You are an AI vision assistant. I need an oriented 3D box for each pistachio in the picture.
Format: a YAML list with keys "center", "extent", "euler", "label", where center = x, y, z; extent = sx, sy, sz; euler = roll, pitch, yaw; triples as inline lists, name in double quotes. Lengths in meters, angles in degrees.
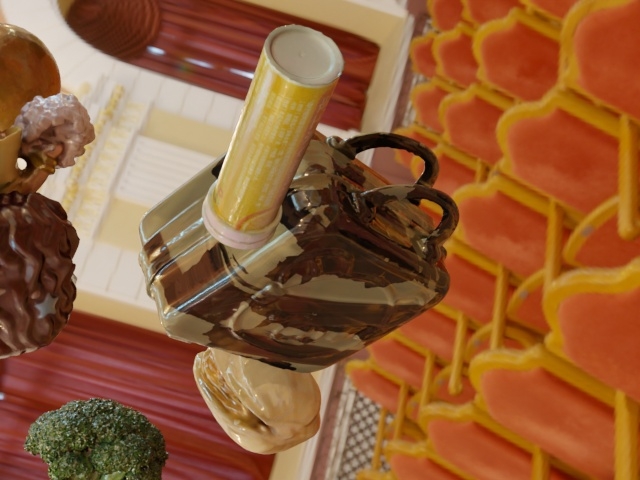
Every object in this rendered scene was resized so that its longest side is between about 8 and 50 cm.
- center: [-0.096, 0.211, 1.180]
  extent: [0.157, 0.229, 0.157]
  euler: [-34, -33, -27]
  label: "pistachio"

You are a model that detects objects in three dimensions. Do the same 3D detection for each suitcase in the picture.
- center: [0.000, 0.000, 0.955]
  extent: [0.339, 0.351, 0.194]
  euler: [-34, 57, 22]
  label: "suitcase"

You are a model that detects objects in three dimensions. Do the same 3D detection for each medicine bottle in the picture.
- center: [-0.045, -0.079, 0.669]
  extent: [0.218, 0.074, 0.074]
  euler: [119, 168, -53]
  label: "medicine bottle"

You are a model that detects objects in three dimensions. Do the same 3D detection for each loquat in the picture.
- center: [-0.353, -0.173, 0.872]
  extent: [0.141, 0.141, 0.141]
  euler: [-164, 90, -88]
  label: "loquat"

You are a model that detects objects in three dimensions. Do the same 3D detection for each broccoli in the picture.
- center: [-0.288, 0.280, 1.028]
  extent: [0.195, 0.195, 0.156]
  euler: [-122, 48, -87]
  label: "broccoli"

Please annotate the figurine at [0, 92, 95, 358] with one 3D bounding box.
- center: [-0.247, -0.027, 0.574]
  extent: [0.116, 0.175, 0.240]
  euler: [-117, 17, -66]
  label: "figurine"
